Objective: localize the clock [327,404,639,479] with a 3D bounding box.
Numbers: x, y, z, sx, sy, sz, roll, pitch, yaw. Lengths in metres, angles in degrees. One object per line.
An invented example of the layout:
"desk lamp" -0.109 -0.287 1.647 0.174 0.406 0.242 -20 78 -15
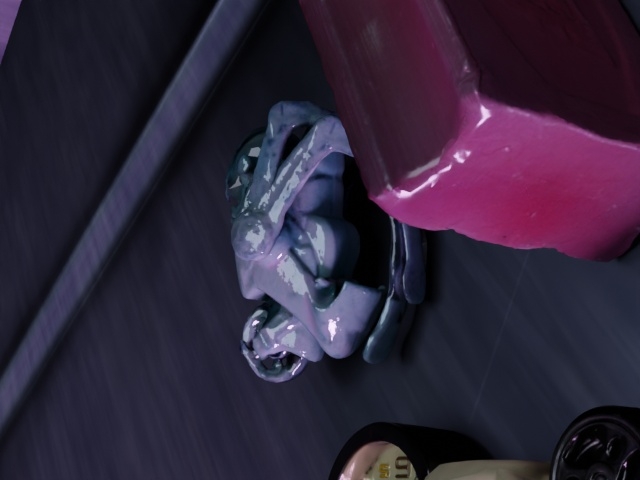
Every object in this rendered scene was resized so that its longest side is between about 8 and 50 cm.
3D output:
"clock" 0.121 0.264 0.784 0.379 0.120 0.276 -16 65 59

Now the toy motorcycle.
"toy motorcycle" 0.000 0.000 1.005 0.206 0.154 0.260 -11 79 31

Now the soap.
"soap" 0.110 -0.168 0.786 0.128 0.233 0.359 -48 45 37
